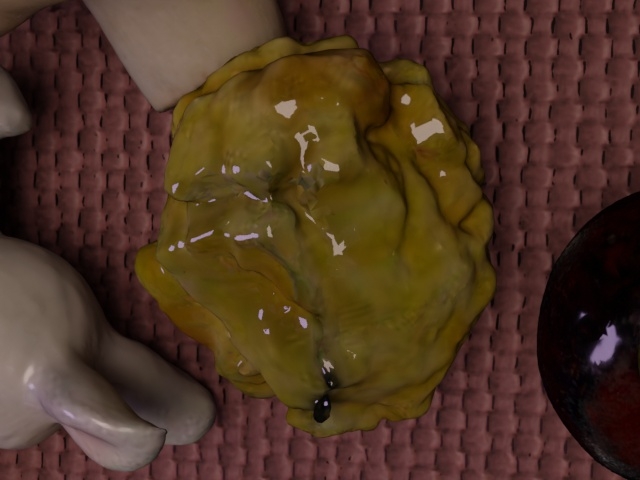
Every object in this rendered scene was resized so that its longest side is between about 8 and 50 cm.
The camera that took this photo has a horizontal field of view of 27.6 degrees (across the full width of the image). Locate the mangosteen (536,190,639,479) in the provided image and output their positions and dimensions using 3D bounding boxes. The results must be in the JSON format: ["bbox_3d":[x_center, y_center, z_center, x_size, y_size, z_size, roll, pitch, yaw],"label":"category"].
[{"bbox_3d":[0.244,0.066,0.860,0.216,0.216,0.216,2,96,14],"label":"mangosteen"}]

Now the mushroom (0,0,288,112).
[{"bbox_3d":[-0.171,-0.255,0.867,0.353,0.325,0.353,0,92,7],"label":"mushroom"}]

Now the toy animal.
[{"bbox_3d":[-0.246,0.038,0.987,0.241,0.196,0.367,-45,83,13],"label":"toy animal"}]

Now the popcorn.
[{"bbox_3d":[0.000,0.000,0.910,0.252,0.215,0.286,-20,109,14],"label":"popcorn"}]
